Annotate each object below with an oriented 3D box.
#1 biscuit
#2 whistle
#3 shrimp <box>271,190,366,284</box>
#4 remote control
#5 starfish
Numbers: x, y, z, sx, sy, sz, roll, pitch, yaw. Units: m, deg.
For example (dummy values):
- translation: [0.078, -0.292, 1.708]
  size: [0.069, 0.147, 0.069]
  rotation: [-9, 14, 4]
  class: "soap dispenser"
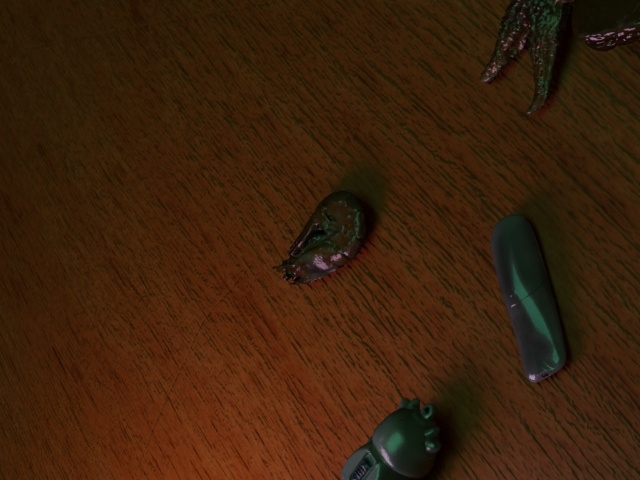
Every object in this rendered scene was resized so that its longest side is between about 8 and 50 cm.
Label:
- translation: [0.419, -0.362, 1.817]
  size: [0.262, 0.052, 0.277]
  rotation: [-3, 63, 50]
  class: "biscuit"
- translation: [0.090, 0.322, 2.130]
  size: [0.253, 0.106, 0.101]
  rotation: [-56, 13, 19]
  class: "whistle"
- translation: [0.001, 0.000, 2.355]
  size: [0.217, 0.051, 0.115]
  rotation: [-36, 50, 44]
  class: "shrimp"
- translation: [0.263, 0.070, 2.005]
  size: [0.073, 0.044, 0.229]
  rotation: [-34, 57, 40]
  class: "remote control"
- translation: [0.282, -0.327, 2.051]
  size: [0.299, 0.060, 0.302]
  rotation: [29, 106, 49]
  class: "starfish"
